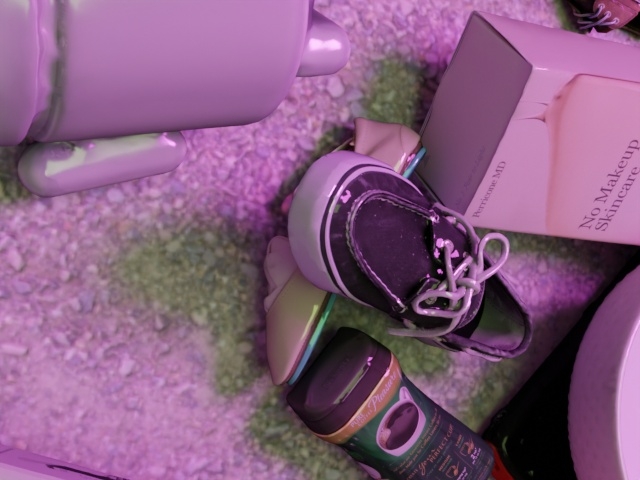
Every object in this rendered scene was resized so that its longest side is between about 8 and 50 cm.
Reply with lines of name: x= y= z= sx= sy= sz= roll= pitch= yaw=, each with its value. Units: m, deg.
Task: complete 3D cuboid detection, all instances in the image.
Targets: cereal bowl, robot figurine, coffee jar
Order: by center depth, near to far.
robot figurine: x=-0.148 y=-0.170 z=0.721 sx=0.353 sy=0.200 sz=0.300 roll=-8 pitch=118 yaw=-28
coffee jar: x=0.060 y=0.161 z=0.902 sx=0.184 sy=0.079 sz=0.096 roll=45 pitch=74 yaw=-22
cereal bowl: x=0.361 y=0.162 z=0.971 sx=0.339 sy=0.141 sz=0.339 roll=2 pitch=86 yaw=-25

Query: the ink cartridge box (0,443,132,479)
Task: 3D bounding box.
ink cartridge box: x=-0.182 y=0.255 z=0.705 sx=0.273 sy=0.114 sz=0.197 roll=16 pitch=83 yaw=-3

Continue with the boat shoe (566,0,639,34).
boat shoe: x=0.281 y=-0.237 z=1.021 sx=0.183 sy=0.066 sz=0.066 roll=6 pitch=89 yaw=-28

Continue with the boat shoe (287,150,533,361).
boat shoe: x=0.087 y=0.029 z=0.829 sx=0.113 sy=0.105 sz=0.306 roll=-61 pitch=143 yaw=-14

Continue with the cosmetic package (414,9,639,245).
cosmetic package: x=0.255 y=-0.091 z=0.949 sx=0.309 sy=0.113 sz=0.160 roll=4 pitch=124 yaw=-28

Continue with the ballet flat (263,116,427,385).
ballet flat: x=0.000 y=0.000 z=0.879 sx=0.086 sy=0.086 sz=0.248 roll=37 pitch=73 yaw=-23

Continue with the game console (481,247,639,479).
game console: x=0.369 y=0.191 z=1.086 sx=0.386 sy=0.060 sz=0.342 roll=-45 pitch=106 yaw=-20
